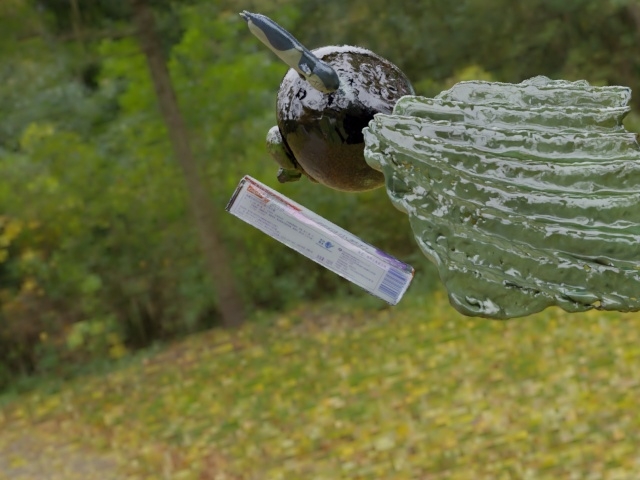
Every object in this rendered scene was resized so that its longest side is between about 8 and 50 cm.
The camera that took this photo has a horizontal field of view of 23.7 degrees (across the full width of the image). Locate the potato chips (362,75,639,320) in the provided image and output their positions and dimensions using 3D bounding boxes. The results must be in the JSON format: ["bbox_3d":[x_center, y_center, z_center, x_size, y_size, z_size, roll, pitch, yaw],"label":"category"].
[{"bbox_3d":[0.229,-0.072,1.693,0.389,0.373,0.097,-10,-43,-24],"label":"potato chips"}]

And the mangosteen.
[{"bbox_3d":[0.036,-0.158,2.125,0.216,0.216,0.216,-15,3,1],"label":"mangosteen"}]

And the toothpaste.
[{"bbox_3d":[0.000,0.000,1.514,0.196,0.040,0.047,29,7,-2],"label":"toothpaste"}]

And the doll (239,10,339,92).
[{"bbox_3d":[-0.031,-0.192,1.547,0.027,0.125,0.037,-54,10,-9],"label":"doll"}]
